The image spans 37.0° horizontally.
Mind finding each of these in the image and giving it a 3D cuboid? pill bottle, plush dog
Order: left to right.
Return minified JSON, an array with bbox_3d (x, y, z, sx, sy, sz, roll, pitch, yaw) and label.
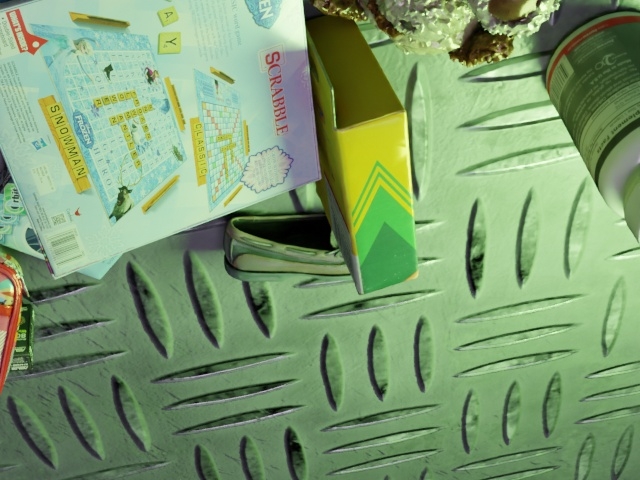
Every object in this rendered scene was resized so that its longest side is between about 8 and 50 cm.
[{"bbox_3d":[0.114,-0.287,0.989,0.262,0.211,0.225,23,148,2],"label":"plush dog"},{"bbox_3d":[0.384,-0.125,1.120,0.161,0.283,0.161,-7,138,-7],"label":"pill bottle"}]

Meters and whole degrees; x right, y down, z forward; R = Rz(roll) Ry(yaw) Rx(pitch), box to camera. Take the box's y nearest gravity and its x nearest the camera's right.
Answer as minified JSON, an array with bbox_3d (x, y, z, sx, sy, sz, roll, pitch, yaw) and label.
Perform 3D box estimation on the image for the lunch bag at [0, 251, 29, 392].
[{"bbox_3d":[-0.523,0.080,1.189,0.293,0.120,0.258,13,100,-19],"label":"lunch bag"}]

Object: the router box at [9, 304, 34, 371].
[{"bbox_3d":[-0.462,0.138,1.328,0.122,0.092,0.038,-4,137,-11],"label":"router box"}]

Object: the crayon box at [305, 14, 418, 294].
[{"bbox_3d":[0.037,-0.115,1.099,0.081,0.202,0.318,-17,139,-5],"label":"crayon box"}]

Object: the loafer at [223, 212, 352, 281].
[{"bbox_3d":[0.000,0.000,1.302,0.267,0.096,0.084,-6,131,-5],"label":"loafer"}]

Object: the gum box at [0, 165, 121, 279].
[{"bbox_3d":[-0.321,-0.038,1.214,0.184,0.041,0.157,23,127,-34],"label":"gum box"}]

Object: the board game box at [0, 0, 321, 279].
[{"bbox_3d":[-0.164,-0.142,0.953,0.318,0.066,0.319,-21,138,-15],"label":"board game box"}]
